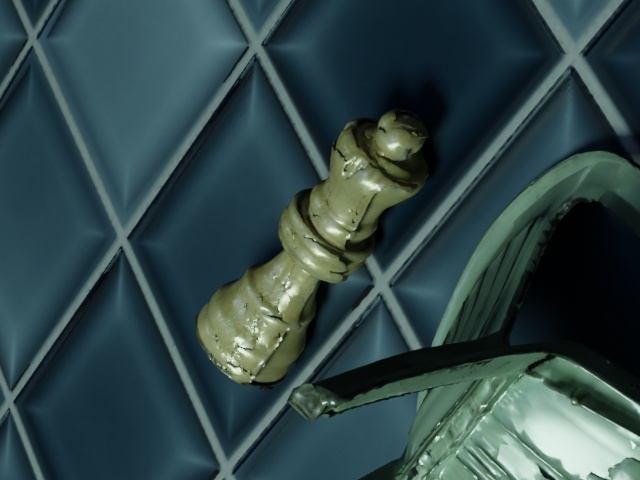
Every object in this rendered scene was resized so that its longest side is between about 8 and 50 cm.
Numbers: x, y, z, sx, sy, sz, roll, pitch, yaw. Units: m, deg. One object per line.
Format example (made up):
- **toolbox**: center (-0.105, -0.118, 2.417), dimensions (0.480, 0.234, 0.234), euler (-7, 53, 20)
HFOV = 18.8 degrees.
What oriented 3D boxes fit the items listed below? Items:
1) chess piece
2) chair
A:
- **chess piece**: center (0.001, 0.000, 0.967), dimensions (0.172, 0.060, 0.060), euler (-53, 51, 35)
- **chair**: center (0.076, 0.093, 0.774), dimensions (0.190, 0.275, 0.203), euler (43, 123, 14)
